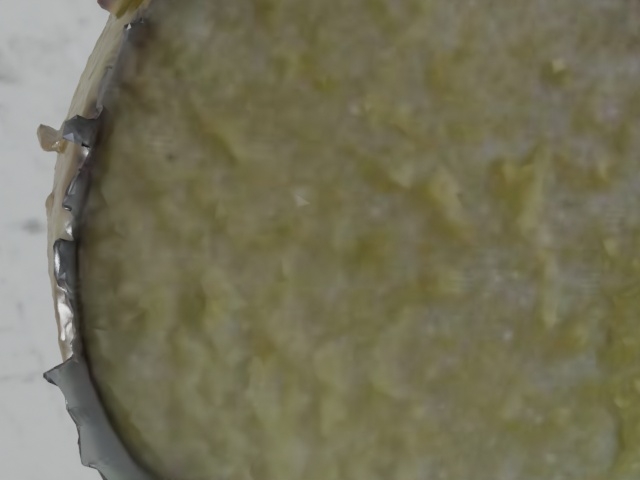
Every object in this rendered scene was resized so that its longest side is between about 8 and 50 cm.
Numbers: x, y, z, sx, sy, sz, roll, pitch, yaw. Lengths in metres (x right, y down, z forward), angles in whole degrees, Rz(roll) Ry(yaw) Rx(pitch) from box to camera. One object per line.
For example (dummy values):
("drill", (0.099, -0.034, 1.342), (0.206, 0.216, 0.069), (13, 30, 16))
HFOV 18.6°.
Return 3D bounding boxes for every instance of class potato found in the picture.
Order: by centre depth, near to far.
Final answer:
("potato", (0.000, 0.000, 0.804), (0.289, 0.301, 0.237), (-67, 20, -2))
